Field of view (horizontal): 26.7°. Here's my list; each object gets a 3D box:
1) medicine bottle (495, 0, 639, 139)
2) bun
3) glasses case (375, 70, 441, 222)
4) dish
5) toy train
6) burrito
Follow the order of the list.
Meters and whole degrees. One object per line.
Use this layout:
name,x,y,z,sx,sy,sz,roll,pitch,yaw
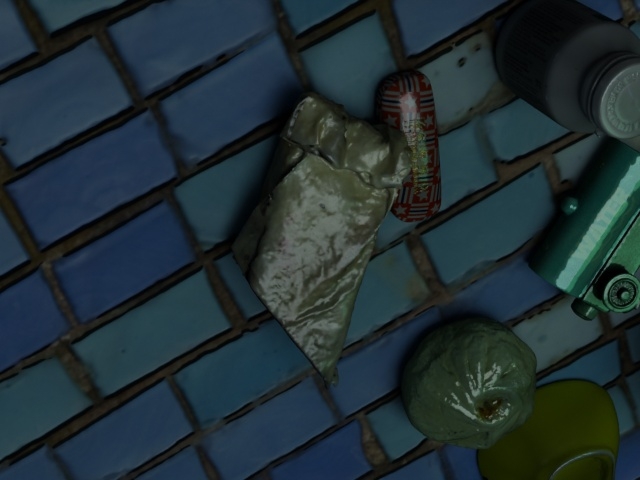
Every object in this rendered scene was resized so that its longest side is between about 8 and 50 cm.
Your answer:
medicine bottle,0.308,-0.198,1.577,0.135,0.215,0.135,-10,118,-19
bun,0.208,0.200,1.797,0.195,0.118,0.195,-12,120,-22
glasses case,0.108,-0.108,1.635,0.073,0.049,0.194,-16,121,-15
dish,0.349,0.339,1.934,0.221,0.108,0.262,-17,121,-14
toy train,0.383,-0.017,1.782,0.159,0.101,0.248,27,101,-18
burrito,-0.013,-0.003,1.601,0.175,0.107,0.348,16,108,-4
